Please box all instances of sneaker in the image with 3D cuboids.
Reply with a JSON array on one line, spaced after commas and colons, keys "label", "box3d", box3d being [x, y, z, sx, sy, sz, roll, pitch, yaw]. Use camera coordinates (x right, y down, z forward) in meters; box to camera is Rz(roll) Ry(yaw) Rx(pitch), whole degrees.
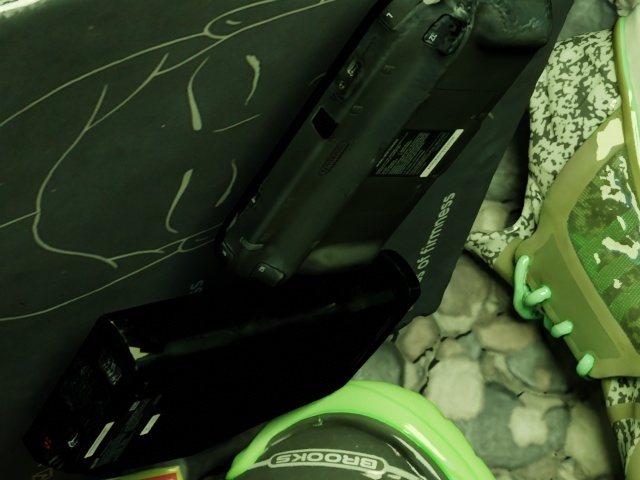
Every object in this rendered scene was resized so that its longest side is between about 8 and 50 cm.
[{"label": "sneaker", "box3d": [0.096, 0.312, 0.928, 0.202, 0.185, 0.483, -31, 71, -31]}, {"label": "sneaker", "box3d": [0.197, 0.029, 1.131, 0.182, 0.158, 0.410, -5, 74, 20]}]

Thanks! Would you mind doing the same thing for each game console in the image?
[{"label": "game console", "box3d": [0.000, 0.000, 0.808, 0.213, 0.361, 0.044, -12, 59, -45]}]

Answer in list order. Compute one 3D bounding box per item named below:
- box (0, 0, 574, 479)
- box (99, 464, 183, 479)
[{"label": "box", "box3d": [-0.149, -0.096, 0.839, 0.471, 0.480, 0.297, -25, 65, -25]}, {"label": "box", "box3d": [-0.101, 0.260, 0.956, 0.087, 0.058, 0.232, -8, 70, -19]}]
